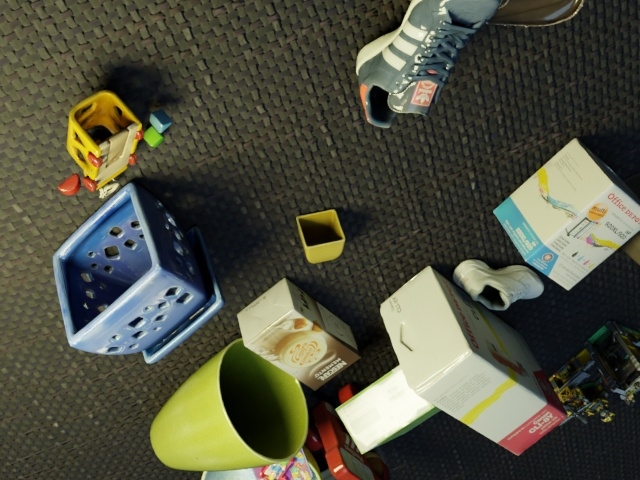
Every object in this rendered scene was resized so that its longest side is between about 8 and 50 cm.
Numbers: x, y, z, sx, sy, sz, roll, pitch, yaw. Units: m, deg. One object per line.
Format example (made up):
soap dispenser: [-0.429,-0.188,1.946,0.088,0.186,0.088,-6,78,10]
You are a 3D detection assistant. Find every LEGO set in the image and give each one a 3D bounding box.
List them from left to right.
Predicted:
LEGO set: [0.768,0.377,2.251,0.255,0.192,0.331,31,115,-37]

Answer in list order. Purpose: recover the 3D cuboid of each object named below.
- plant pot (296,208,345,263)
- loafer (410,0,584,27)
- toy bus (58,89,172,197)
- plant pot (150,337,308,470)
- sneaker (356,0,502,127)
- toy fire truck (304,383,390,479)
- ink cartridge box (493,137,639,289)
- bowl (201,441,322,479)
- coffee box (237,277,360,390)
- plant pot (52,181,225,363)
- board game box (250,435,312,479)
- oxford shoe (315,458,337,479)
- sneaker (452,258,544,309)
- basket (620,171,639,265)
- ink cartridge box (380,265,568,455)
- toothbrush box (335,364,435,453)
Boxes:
plant pot: [0.000,0.000,1.732,0.081,0.082,0.083,-12,145,-9]
loafer: [0.287,-0.405,1.429,0.365,0.130,0.134,-1,131,-18]
toy bus: [-0.367,-0.164,1.436,0.202,0.191,0.104,-42,87,18]
plant pot: [-0.225,0.394,1.902,0.293,0.275,0.274,-30,135,30]
sneaker: [0.172,-0.286,1.380,0.131,0.148,0.350,8,161,-22]
toy fire truck: [0.081,0.516,2.094,0.169,0.254,0.302,-32,133,11]
ink cartridge box: [0.521,-0.054,1.797,0.171,0.168,0.232,30,115,-36]
bowl: [-0.132,0.554,2.101,0.289,0.156,0.290,2,117,4]
coffee box: [-0.044,0.207,1.883,0.141,0.098,0.246,-38,131,16]
plant pot: [-0.321,0.073,1.586,0.236,0.236,0.212,-41,138,17]
board game box: [-0.096,0.522,1.976,0.133,0.033,0.169,-13,116,10]
oxford shoe: [-0.115,0.620,2.243,0.348,0.123,0.130,-3,105,-15]
sneaker: [0.410,0.117,1.947,0.232,0.115,0.090,6,128,-23]
basket: [0.725,-0.017,1.861,0.204,0.227,0.154,-28,133,8]
ink cartridge box: [0.340,0.269,1.935,0.160,0.279,0.384,-42,127,18]
toothbrush box: [0.195,0.369,2.005,0.206,0.122,0.283,-38,162,20]
